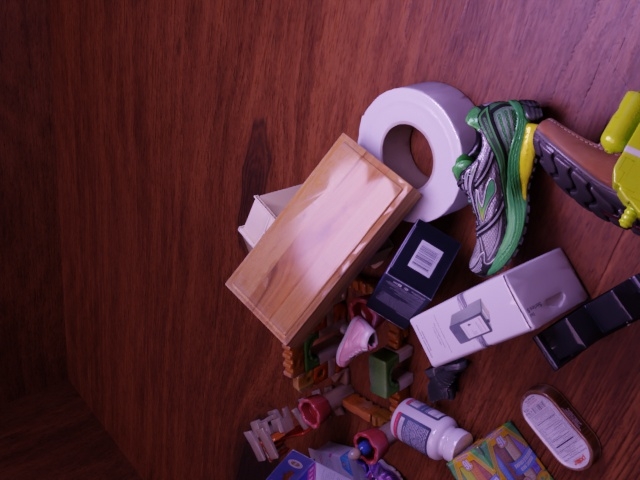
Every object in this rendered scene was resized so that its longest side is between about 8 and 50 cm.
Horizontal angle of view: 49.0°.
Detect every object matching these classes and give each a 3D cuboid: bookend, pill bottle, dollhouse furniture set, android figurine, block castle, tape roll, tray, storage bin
[{"bbox_3d":[0.487,0.144,1.238,0.072,0.156,0.157,59,139,14],"label":"bookend"},{"bbox_3d":[0.267,0.460,1.676,0.180,0.108,0.108,20,121,44],"label":"pill bottle"},{"bbox_3d":[-0.086,0.549,2.012,0.259,0.262,0.135,-32,84,52],"label":"dollhouse furniture set"},{"bbox_3d":[0.537,-0.123,1.018,0.248,0.056,0.273,28,91,21],"label":"android figurine"},{"bbox_3d":[0.062,0.302,1.765,0.303,0.212,0.454,20,121,44],"label":"block castle"},{"bbox_3d":[0.210,-0.185,1.466,0.286,0.100,0.286,25,125,42],"label":"tape roll"},{"bbox_3d":[0.000,0.000,1.465,0.203,0.076,0.411,42,98,26],"label":"tray"},{"bbox_3d":[-0.005,-0.011,1.667,0.260,0.262,0.123,49,135,24],"label":"storage bin"}]

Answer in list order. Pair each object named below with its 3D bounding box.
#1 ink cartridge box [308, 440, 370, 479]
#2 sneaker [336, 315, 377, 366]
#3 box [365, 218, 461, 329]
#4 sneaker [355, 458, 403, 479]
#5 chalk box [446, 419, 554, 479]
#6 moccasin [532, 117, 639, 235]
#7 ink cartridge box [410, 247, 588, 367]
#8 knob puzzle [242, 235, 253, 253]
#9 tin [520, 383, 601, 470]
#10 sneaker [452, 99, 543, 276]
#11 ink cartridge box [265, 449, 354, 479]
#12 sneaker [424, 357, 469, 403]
[{"bbox_3d":[0.052,0.655,2.052,0.181,0.061,0.104,-3,104,49],"label":"ink cartridge box"},{"bbox_3d":[0.084,0.241,1.572,0.070,0.051,0.134,34,116,31],"label":"sneaker"},{"bbox_3d":[0.194,0.077,1.493,0.108,0.153,0.207,31,153,5],"label":"box"},{"bbox_3d":[0.160,0.643,1.913,0.170,0.071,0.068,38,132,33],"label":"sneaker"},{"bbox_3d":[0.406,0.530,1.524,0.213,0.132,0.132,55,140,17],"label":"chalk box"},{"bbox_3d":[0.515,-0.096,1.115,0.380,0.147,0.139,35,175,31],"label":"moccasin"},{"bbox_3d":[0.343,0.133,1.369,0.273,0.198,0.115,-37,76,50],"label":"ink cartridge box"},{"bbox_3d":[-0.140,0.041,2.034,0.213,0.030,0.213,23,122,42],"label":"knob puzzle"},{"bbox_3d":[0.489,0.385,1.441,0.190,0.040,0.106,52,143,20],"label":"tin"},{"bbox_3d":[0.314,-0.096,1.321,0.146,0.134,0.344,3,109,3],"label":"sneaker"},{"bbox_3d":[0.004,0.757,2.016,0.330,0.071,0.324,27,137,-4],"label":"ink cartridge box"},{"bbox_3d":[0.299,0.328,1.630,0.170,0.051,0.089,-31,82,56],"label":"sneaker"}]
